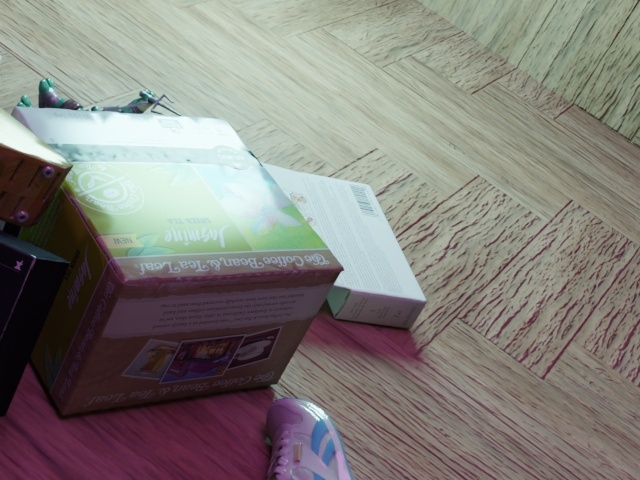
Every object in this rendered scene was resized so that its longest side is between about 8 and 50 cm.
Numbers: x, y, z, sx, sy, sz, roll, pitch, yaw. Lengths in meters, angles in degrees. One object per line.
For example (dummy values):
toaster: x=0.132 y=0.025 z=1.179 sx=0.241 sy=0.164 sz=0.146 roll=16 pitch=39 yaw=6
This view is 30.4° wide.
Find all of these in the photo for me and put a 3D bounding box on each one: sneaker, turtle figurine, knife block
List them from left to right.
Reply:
knife block: x=-0.434 y=-0.147 z=1.301 sx=0.275 sy=0.088 sz=0.242 roll=20 pitch=26 yaw=-38
turtle figurine: x=-0.326 y=-0.174 z=1.766 sx=0.234 sy=0.118 sz=0.175 roll=15 pitch=15 yaw=7
sneaker: x=-0.024 y=0.272 z=1.382 sx=0.092 sy=0.087 sz=0.229 roll=6 pitch=35 yaw=-30

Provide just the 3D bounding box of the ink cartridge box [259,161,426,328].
ink cartridge box: x=0.000 y=0.000 z=1.822 sx=0.261 sy=0.066 sz=0.296 roll=11 pitch=35 yaw=-27

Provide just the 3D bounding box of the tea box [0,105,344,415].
tea box: x=-0.212 y=0.016 z=1.475 sx=0.329 sy=0.220 sz=0.323 roll=-3 pitch=44 yaw=-43

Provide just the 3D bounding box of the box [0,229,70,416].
box: x=-0.423 y=0.052 z=1.226 sx=0.261 sy=0.184 sz=0.103 roll=24 pitch=3 yaw=11
